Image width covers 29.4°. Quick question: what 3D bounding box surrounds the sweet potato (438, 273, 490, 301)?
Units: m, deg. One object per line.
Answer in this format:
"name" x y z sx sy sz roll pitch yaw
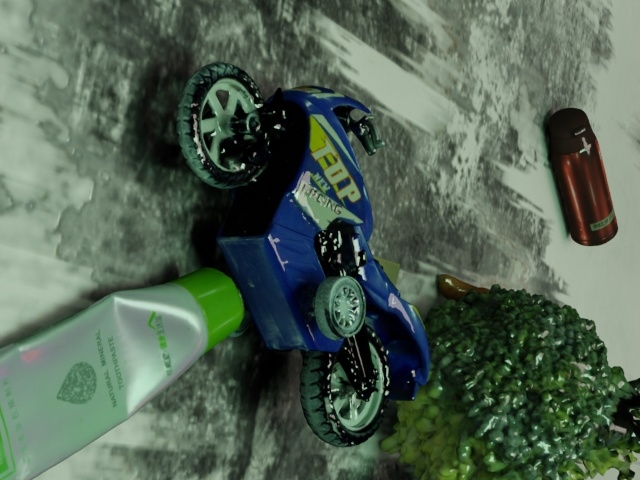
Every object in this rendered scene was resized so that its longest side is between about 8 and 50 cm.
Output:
"sweet potato" 0.165 0.073 1.212 0.179 0.044 0.044 49 53 -49

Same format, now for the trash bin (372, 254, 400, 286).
"trash bin" 0.028 0.057 0.990 0.061 0.043 0.092 18 79 -57

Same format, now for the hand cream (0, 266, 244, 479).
"hand cream" -0.151 0.085 0.721 0.275 0.050 0.079 -30 91 -48

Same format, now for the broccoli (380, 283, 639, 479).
"broccoli" 0.173 0.186 1.089 0.263 0.247 0.243 -104 -150 -52

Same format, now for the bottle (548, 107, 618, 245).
"bottle" 0.295 -0.074 1.385 0.060 0.060 0.164 -55 135 -40

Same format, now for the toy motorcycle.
"toy motorcycle" 0.000 0.000 0.873 0.169 0.113 0.315 -49 125 -43
